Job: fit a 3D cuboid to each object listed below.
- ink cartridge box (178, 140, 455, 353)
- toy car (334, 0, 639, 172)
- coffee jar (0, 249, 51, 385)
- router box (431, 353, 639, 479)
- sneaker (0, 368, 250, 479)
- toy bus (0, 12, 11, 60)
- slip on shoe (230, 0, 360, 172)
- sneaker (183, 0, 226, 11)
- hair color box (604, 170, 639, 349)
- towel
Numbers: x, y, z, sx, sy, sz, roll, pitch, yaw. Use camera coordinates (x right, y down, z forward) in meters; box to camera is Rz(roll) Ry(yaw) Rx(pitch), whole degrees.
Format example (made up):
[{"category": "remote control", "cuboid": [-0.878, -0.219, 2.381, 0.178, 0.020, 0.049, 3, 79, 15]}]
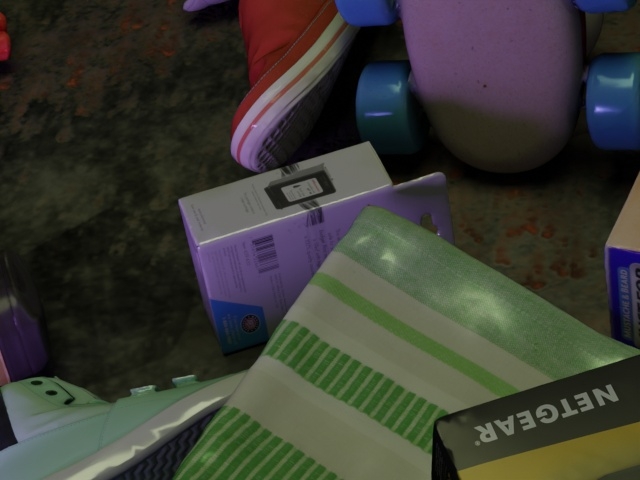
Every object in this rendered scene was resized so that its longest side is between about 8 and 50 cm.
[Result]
[{"category": "ink cartridge box", "cuboid": [0.000, 0.000, 1.386, 0.180, 0.104, 0.060, -17, 39, -8]}, {"category": "toy car", "cuboid": [0.154, -0.188, 1.516, 0.219, 0.210, 0.238, -1, 28, 21]}, {"category": "coffee jar", "cuboid": [-0.286, 0.071, 1.385, 0.184, 0.079, 0.096, -17, 40, -8]}, {"category": "router box", "cuboid": [0.246, 0.172, 1.096, 0.308, 0.081, 0.243, -17, 56, -10]}, {"category": "sneaker", "cuboid": [-0.120, 0.112, 1.290, 0.256, 0.094, 0.151, -22, 38, -15]}, {"category": "toy bus", "cuboid": [-0.365, -0.160, 1.645, 0.211, 0.149, 0.220, -1, 40, -13]}, {"category": "slip on shoe", "cuboid": [-0.024, -0.165, 1.559, 0.101, 0.123, 0.331, 25, 39, -4]}, {"category": "sneaker", "cuboid": [-0.121, -0.298, 1.774, 0.121, 0.099, 0.262, -23, 40, -8]}, {"category": "hair color box", "cuboid": [0.377, 0.008, 1.293, 0.338, 0.110, 0.185, 9, 45, 24]}, {"category": "towel", "cuboid": [0.062, 0.135, 1.199, 0.248, 0.038, 0.325, 30, 50, 8]}]
